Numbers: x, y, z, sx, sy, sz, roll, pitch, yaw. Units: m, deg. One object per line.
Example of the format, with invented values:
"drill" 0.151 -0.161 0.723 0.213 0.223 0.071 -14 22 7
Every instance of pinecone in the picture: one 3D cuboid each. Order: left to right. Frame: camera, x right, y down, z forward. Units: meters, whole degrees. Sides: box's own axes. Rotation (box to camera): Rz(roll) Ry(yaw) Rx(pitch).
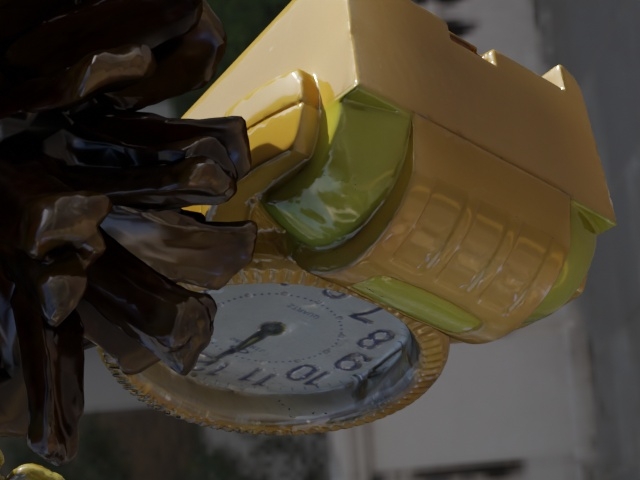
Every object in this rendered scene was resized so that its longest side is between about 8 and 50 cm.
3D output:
"pinecone" -0.195 -0.034 0.956 0.384 0.384 0.384 176 90 -88

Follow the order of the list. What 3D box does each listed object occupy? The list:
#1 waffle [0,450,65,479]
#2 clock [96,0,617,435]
"waffle" -0.320 0.290 1.594 0.068 0.302 0.325 -56 -26 -59
"clock" 0.000 0.000 1.186 0.317 0.244 0.200 -36 40 39
